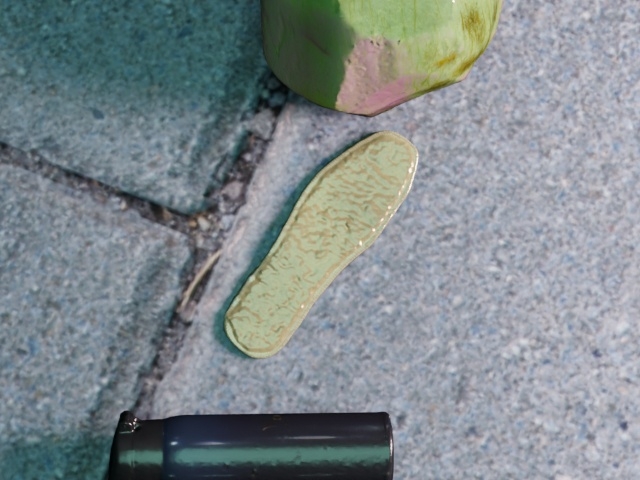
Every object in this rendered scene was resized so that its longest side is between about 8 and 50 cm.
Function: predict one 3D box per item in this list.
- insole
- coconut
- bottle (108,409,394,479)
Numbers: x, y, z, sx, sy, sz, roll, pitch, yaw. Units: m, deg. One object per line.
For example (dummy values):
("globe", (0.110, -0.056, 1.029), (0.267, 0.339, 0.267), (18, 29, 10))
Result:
("insole", (0.000, 0.000, 1.215), (0.081, 0.011, 0.248), (37, 82, 1))
("coconut", (0.050, -0.207, 1.152), (0.204, 0.236, 0.236), (17, 81, 22))
("bottle", (-0.060, 0.188, 1.156), (0.244, 0.072, 0.082), (1, 106, -4))
